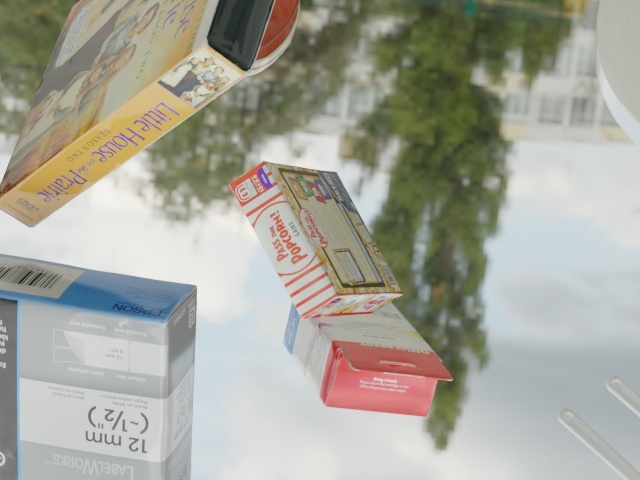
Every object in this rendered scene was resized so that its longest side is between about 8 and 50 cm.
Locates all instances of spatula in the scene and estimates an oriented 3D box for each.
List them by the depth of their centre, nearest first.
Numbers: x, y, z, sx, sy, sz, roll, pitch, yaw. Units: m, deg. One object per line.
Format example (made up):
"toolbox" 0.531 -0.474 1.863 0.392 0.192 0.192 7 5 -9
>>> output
"spatula" 0.367 0.207 1.596 0.242 0.168 0.019 43 170 17

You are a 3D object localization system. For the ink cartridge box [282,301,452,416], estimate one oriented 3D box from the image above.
"ink cartridge box" 0.053 0.141 1.938 0.134 0.078 0.231 8 -162 -20

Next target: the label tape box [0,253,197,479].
"label tape box" -0.271 0.205 1.769 0.249 0.348 0.115 8 -160 11

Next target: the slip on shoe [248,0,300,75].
"slip on shoe" -0.065 -0.331 1.956 0.123 0.101 0.331 19 -123 8

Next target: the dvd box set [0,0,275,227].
"dvd box set" -0.180 -0.216 1.727 0.062 0.308 0.420 32 143 -25

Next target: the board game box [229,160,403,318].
"board game box" 0.000 0.000 1.576 0.045 0.147 0.193 -32 168 17

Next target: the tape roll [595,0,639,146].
"tape roll" 0.436 -0.213 1.738 0.286 0.286 0.100 9 171 10
